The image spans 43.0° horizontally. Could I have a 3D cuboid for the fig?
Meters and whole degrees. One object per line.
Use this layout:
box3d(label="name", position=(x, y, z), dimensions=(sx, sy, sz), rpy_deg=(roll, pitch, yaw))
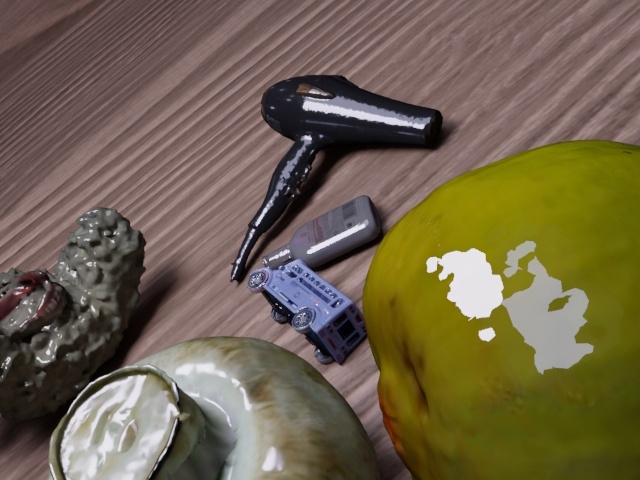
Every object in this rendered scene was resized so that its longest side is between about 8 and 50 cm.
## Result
box3d(label="fig", position=(0.209, 0.084, 0.575), dimensions=(0.343, 0.343, 0.343), rpy_deg=(-23, 38, 19))

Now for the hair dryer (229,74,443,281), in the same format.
box3d(label="hair dryer", position=(-0.013, -0.080, 1.169), dimensions=(0.303, 0.120, 0.359), rpy_deg=(19, 73, 34))

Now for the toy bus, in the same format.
box3d(label="toy bus", position=(-0.017, 0.078, 0.983), dimensions=(0.076, 0.073, 0.167), rpy_deg=(-42, 39, -11))

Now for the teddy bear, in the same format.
box3d(label="teddy bear", position=(-0.452, 0.116, 1.203), dimensions=(0.367, 0.224, 0.357), rpy_deg=(4, 38, 45))

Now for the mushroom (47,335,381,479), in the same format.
box3d(label="mushroom", position=(-0.110, 0.241, 0.720), dimensions=(0.352, 0.260, 0.352), rpy_deg=(-18, 41, 16))

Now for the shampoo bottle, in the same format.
box3d(label="shampoo bottle", position=(0.000, 0.000, 1.082), dimensions=(0.165, 0.040, 0.080), rpy_deg=(-27, 38, 15))
